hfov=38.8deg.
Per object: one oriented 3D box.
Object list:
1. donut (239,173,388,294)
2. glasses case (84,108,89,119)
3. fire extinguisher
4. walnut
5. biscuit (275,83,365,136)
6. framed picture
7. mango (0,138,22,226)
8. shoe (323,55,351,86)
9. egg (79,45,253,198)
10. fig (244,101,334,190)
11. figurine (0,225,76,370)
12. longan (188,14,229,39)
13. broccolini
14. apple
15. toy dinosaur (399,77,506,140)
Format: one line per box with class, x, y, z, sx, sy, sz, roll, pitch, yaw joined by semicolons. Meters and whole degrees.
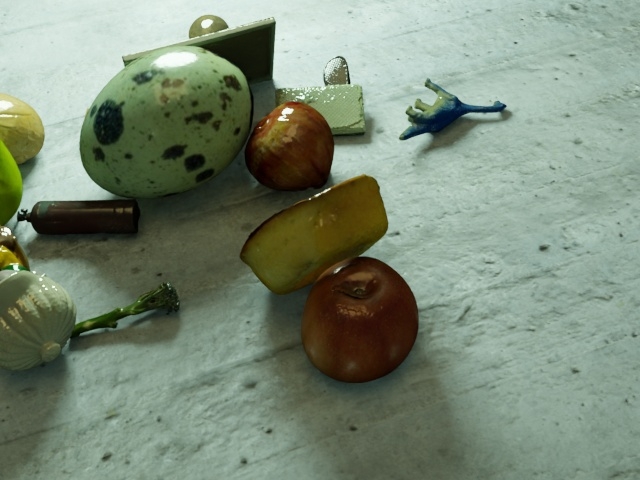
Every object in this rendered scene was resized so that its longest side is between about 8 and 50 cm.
donut;0.000;0.000;1.656;0.302;0.303;0.110;-26;79;-17
glasses case;-0.441;-0.260;2.046;0.169;0.065;0.041;2;50;6
fire extinguisher;-0.507;-0.050;1.875;0.267;0.072;0.089;-1;15;4
walnut;-0.695;-0.240;1.967;0.165;0.197;0.165;-4;79;19
biscuit;-0.001;-0.290;2.032;0.199;0.041;0.121;-3;67;3
framed picture;-0.262;-0.385;2.027;0.334;0.247;0.022;-17;73;-10
mango;-0.714;-0.138;1.830;0.185;0.273;0.149;-13;40;4
shoe;0.045;-0.346;2.096;0.062;0.053;0.160;-12;70;8
egg;-0.317;-0.239;1.869;0.379;0.288;0.288;-29;53;-9
fig;-0.054;-0.186;1.890;0.205;0.205;0.205;-2;50;3
figurine;-0.568;0.103;1.696;0.185;0.204;0.332;-57;30;11
longan;-0.269;-0.500;2.217;0.113;0.092;0.113;-1;48;1
broccolini;-0.374;0.134;1.722;0.216;0.067;0.058;-19;47;0
apple;0.069;0.132;1.604;0.210;0.173;0.235;-3;48;1
toy dinosaur;0.283;-0.263;1.995;0.188;0.075;0.248;25;50;14
